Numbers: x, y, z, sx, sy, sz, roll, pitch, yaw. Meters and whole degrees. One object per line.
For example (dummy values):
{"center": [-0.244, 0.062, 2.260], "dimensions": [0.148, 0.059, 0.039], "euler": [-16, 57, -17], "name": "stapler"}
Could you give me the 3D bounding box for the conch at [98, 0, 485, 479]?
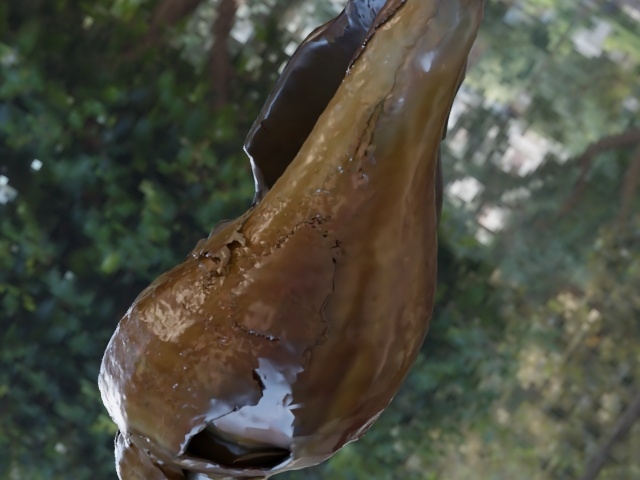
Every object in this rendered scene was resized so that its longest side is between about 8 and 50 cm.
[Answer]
{"center": [0.003, 0.003, 0.476], "dimensions": [0.080, 0.232, 0.086], "euler": [31, -171, -21], "name": "conch"}
